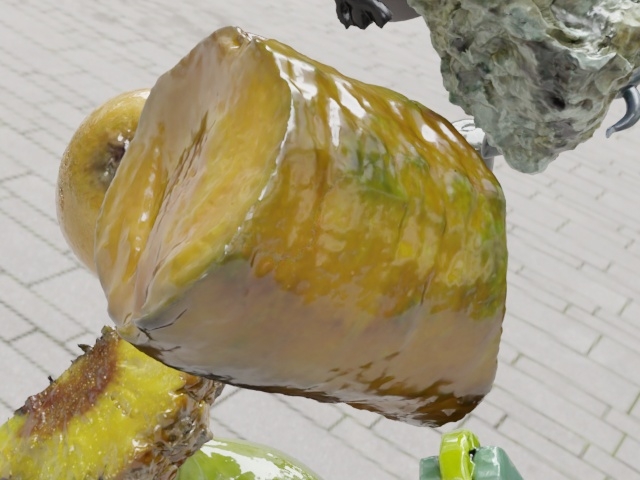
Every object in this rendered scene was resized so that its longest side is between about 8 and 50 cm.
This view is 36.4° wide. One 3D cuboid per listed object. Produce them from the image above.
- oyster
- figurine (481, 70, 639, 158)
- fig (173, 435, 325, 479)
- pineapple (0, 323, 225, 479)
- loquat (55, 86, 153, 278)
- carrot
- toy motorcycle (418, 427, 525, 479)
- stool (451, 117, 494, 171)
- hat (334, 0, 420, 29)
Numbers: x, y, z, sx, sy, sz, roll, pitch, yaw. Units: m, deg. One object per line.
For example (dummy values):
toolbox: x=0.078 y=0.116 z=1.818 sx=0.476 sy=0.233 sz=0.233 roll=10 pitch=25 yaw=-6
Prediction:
oyster: x=0.181 y=-0.162 z=0.818 sx=0.268 sy=0.199 sz=0.112 roll=40 pitch=51 yaw=-35
figurine: x=0.328 y=-0.195 z=1.271 sx=0.266 sy=0.193 sz=0.140 roll=8 pitch=50 yaw=-18
fig: x=-0.098 y=0.401 z=1.290 sx=0.316 sy=0.316 sz=0.316 roll=16 pitch=27 yaw=-8
pineapple: x=-0.176 y=0.195 z=0.904 sx=0.161 sy=0.335 sz=0.158 roll=55 pitch=4 yaw=37
loquat: x=-0.201 y=-0.062 z=1.206 sx=0.263 sy=0.263 sz=0.263 roll=16 pitch=27 yaw=-8
carrot: x=0.000 y=0.000 z=0.704 sx=0.341 sy=0.241 sz=0.241 roll=20 pitch=20 yaw=-44
toy motorcycle: x=0.164 y=0.338 z=0.874 sx=0.191 sy=0.326 sz=0.200 roll=-14 pitch=31 yaw=19
stool: x=0.250 y=-0.144 z=1.644 sx=0.096 sy=0.110 sz=0.096 roll=-3 pitch=36 yaw=2
hat: x=0.085 y=-0.334 z=1.056 sx=0.336 sy=0.238 sz=0.209 roll=24 pitch=13 yaw=-43
